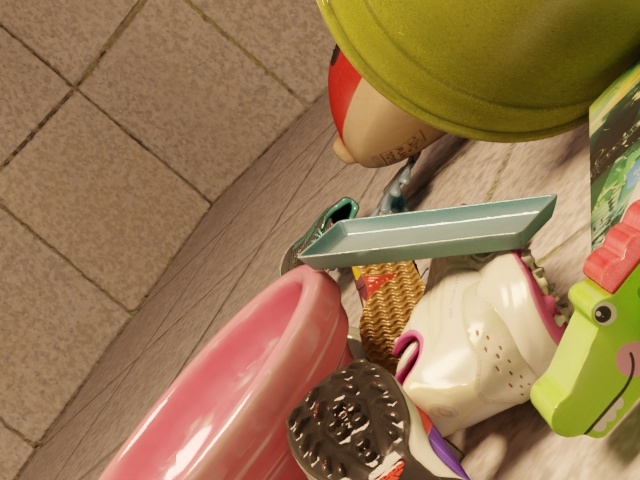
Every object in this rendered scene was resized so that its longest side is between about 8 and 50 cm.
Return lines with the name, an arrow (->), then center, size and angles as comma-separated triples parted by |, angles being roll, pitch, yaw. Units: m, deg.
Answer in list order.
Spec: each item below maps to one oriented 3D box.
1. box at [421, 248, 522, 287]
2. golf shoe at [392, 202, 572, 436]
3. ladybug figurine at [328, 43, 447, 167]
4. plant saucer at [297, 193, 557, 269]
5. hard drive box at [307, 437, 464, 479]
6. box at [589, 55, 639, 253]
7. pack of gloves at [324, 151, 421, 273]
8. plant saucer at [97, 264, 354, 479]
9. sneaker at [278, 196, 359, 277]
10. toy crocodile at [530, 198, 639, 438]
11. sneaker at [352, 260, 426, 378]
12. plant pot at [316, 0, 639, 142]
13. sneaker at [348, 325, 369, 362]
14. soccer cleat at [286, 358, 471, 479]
box -> 0.094, 0.090, 1.344 | 0.225, 0.036, 0.136 | -55, 10, -34
golf shoe -> 0.105, 0.056, 1.128 | 0.140, 0.115, 0.306 | -37, 9, 5
ladybug figurine -> 0.166, -0.278, 1.873 | 0.449, 0.162, 0.305 | -45, -16, 0
plant saucer -> 0.077, -0.004, 1.086 | 0.192, 0.018, 0.067 | -8, 21, 37
hard drive box -> -0.020, 0.232, 1.137 | 0.232, 0.089, 0.181 | -54, 10, -21
box -> 0.299, -0.113, 1.118 | 0.232, 0.058, 0.322 | -46, 8, 23
pack of gloves -> 0.075, -0.017, 1.935 | 0.195, 0.046, 0.232 | -52, 1, 15
plant saucer -> -0.082, 0.167, 1.155 | 0.332, 0.084, 0.332 | -49, 9, 11
sneaker -> 0.000, 0.000, 2.065 | 0.166, 0.065, 0.076 | -57, 1, -30
toy crocodile -> 0.240, -0.022, 0.876 | 0.340, 0.105, 0.115 | -49, 9, 9
sneaker -> 0.069, 0.066, 1.278 | 0.070, 0.084, 0.185 | -18, 42, 9
plant pot -> 0.209, -0.303, 1.275 | 0.366, 0.366, 0.353 | -52, 5, -18
sneaker -> -0.034, 0.170, 1.488 | 0.222, 0.083, 0.118 | -38, 15, 47
soccer cleat -> 0.068, 0.190, 0.900 | 0.109, 0.116, 0.318 | -38, 28, 3
